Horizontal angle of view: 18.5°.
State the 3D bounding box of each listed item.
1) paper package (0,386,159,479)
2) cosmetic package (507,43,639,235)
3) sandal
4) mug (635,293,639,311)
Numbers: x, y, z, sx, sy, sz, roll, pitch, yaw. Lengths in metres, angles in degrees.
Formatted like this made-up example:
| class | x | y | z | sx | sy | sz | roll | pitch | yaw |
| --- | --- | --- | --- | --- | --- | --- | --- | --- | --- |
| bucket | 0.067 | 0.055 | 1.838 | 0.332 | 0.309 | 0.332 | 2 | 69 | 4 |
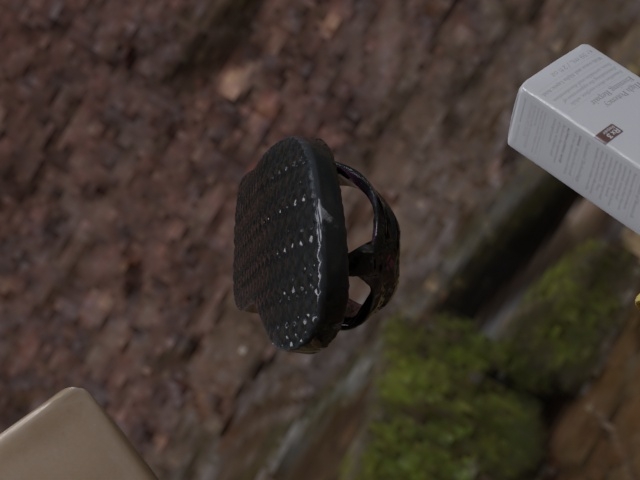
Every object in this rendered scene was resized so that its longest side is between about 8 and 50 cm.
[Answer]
| class | x | y | z | sx | sy | sz | roll | pitch | yaw |
| --- | --- | --- | --- | --- | --- | --- | --- | --- | --- |
| paper package | -0.235 | 0.338 | 1.686 | 0.309 | 0.325 | 0.168 | -34 | -5 | -10 |
| cosmetic package | 0.311 | -0.089 | 1.944 | 0.117 | 0.231 | 0.085 | -35 | -32 | -35 |
| sandal | 0.000 | -0.002 | 1.637 | 0.446 | 0.107 | 0.168 | -158 | 70 | -81 |
| mug | 0.297 | 0.058 | 1.598 | 0.078 | 0.064 | 0.062 | -29 | 32 | 22 |
